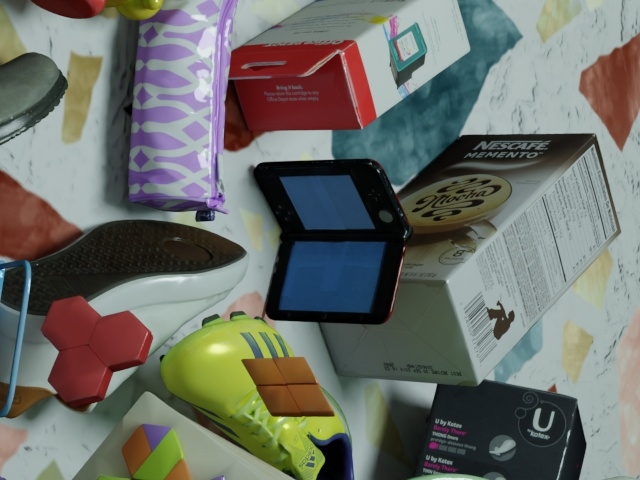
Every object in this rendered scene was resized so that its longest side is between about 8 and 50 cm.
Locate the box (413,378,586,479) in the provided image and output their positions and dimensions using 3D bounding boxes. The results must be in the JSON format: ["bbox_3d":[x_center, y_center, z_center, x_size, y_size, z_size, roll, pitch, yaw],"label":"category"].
[{"bbox_3d":[0.161,0.286,1.788,0.165,0.143,0.270,63,40,-66],"label":"box"}]

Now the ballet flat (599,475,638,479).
[{"bbox_3d":[0.314,0.324,1.962,0.400,0.139,0.139,68,37,-66],"label":"ballet flat"}]

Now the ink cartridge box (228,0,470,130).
[{"bbox_3d":[0.014,-0.159,1.646,0.231,0.134,0.078,-37,119,-43],"label":"ink cartridge box"}]

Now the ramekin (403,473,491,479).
[{"bbox_3d":[0.070,0.345,1.545,0.303,0.148,0.303,2,86,-28],"label":"ramekin"}]

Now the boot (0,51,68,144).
[{"bbox_3d":[-0.294,-0.129,1.319,0.246,0.083,0.161,-39,113,-46],"label":"boot"}]

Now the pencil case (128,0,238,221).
[{"bbox_3d":[-0.112,-0.120,1.529,0.086,0.088,0.206,5,86,-54],"label":"pencil case"}]

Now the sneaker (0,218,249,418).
[{"bbox_3d":[-0.172,0.064,1.474,0.290,0.106,0.123,-19,130,-52],"label":"sneaker"}]

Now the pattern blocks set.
[{"bbox_3d":[-0.093,0.198,1.250,0.026,0.325,0.285,70,42,-68],"label":"pattern blocks set"}]

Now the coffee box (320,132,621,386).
[{"bbox_3d":[0.145,0.011,1.784,0.297,0.168,0.119,-41,122,-43],"label":"coffee box"}]

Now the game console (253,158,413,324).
[{"bbox_3d":[0.000,0.000,1.623,0.085,0.144,0.124,-53,129,-37],"label":"game console"}]

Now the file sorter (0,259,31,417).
[{"bbox_3d":[-0.294,0.054,1.249,0.170,0.104,0.118,11,81,-24],"label":"file sorter"}]

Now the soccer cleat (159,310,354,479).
[{"bbox_3d":[-0.040,0.147,1.549,0.121,0.093,0.289,59,7,30],"label":"soccer cleat"}]

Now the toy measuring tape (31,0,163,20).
[{"bbox_3d":[-0.220,-0.259,1.376,0.330,0.121,0.121,36,63,-45],"label":"toy measuring tape"}]
